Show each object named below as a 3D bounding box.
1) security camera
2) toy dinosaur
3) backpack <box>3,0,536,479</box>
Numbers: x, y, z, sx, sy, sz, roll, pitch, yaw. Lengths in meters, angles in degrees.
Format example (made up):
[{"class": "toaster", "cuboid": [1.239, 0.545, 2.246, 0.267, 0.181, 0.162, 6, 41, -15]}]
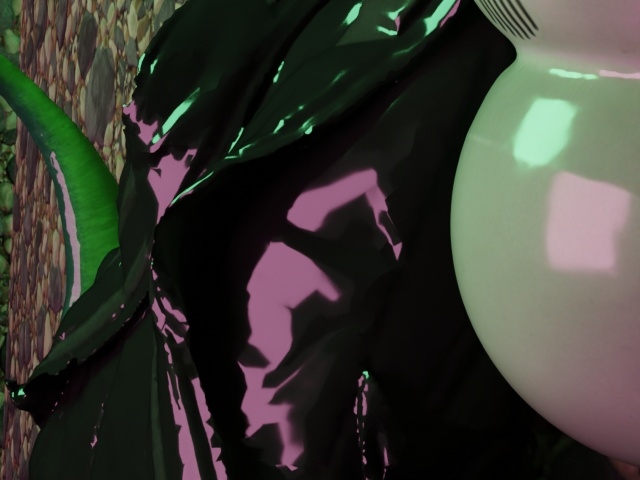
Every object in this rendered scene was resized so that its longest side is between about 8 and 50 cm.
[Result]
[{"class": "security camera", "cuboid": [0.137, -0.029, 0.460, 0.194, 0.195, 0.236, -153, 63, -65]}, {"class": "toy dinosaur", "cuboid": [-0.210, 0.123, 0.998, 0.144, 0.500, 0.374, -12, 43, 58]}, {"class": "backpack", "cuboid": [-0.013, 0.032, 0.717, 0.363, 0.255, 0.445, 26, 97, 56]}]
